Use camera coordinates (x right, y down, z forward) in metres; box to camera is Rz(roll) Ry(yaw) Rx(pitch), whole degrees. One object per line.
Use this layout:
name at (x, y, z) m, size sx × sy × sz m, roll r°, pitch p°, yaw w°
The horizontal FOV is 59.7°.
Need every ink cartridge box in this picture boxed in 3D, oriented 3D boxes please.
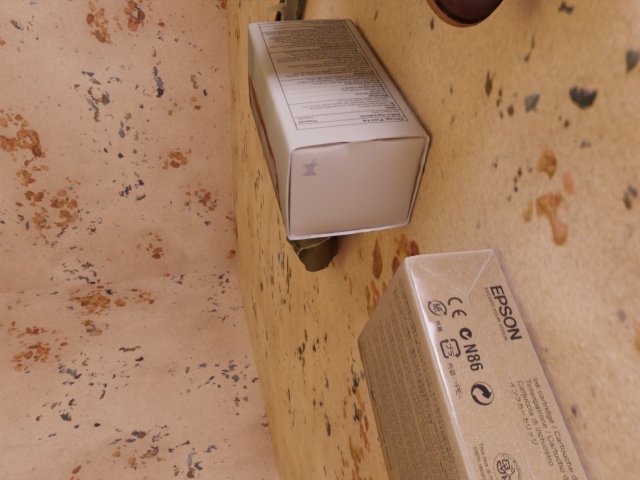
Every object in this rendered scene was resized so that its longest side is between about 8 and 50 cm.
ink cartridge box at (0.114, 0.154, 0.476) m, size 0.193 × 0.088 × 0.235 m, roll 105°, pitch 155°, yaw -59°

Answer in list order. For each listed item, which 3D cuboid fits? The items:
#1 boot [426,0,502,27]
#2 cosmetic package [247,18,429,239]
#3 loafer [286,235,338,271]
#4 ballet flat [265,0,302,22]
boot at (0.120, -0.242, 0.282) m, size 0.207 × 0.090 × 0.249 m, roll -120°, pitch 32°, yaw -67°
cosmetic package at (0.003, -0.151, 0.688) m, size 0.296 × 0.153 × 0.129 m, roll -107°, pitch 16°, yaw -45°
loafer at (0.000, 0.000, 0.928) m, size 0.087 × 0.094 × 0.251 m, roll 59°, pitch 174°, yaw 2°
ballet flat at (-0.067, -0.442, 1.038) m, size 0.213 × 0.068 × 0.072 m, roll 105°, pitch 156°, yaw -54°
